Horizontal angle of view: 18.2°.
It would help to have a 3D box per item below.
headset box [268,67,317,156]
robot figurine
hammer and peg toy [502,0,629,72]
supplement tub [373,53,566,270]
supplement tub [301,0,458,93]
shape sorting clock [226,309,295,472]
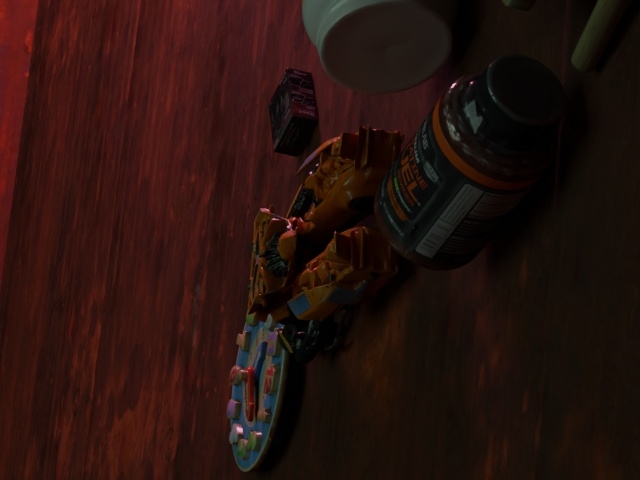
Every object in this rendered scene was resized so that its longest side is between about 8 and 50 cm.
[{"bbox_3d":[-0.030,-0.138,2.204,0.062,0.032,0.083,120,154,-44],"label":"headset box"},{"bbox_3d":[0.000,0.000,1.973,0.291,0.085,0.211,141,136,-62],"label":"robot figurine"},{"bbox_3d":[0.178,-0.314,1.559,0.361,0.127,0.266,-106,32,-51],"label":"hammer and peg toy"},{"bbox_3d":[0.125,-0.067,1.626,0.198,0.106,0.106,124,149,-49],"label":"supplement tub"},{"bbox_3d":[0.051,-0.250,1.861,0.144,0.144,0.200,120,152,-45],"label":"supplement tub"},{"bbox_3d":[-0.069,0.148,2.161,0.206,0.040,0.206,-170,90,-70],"label":"shape sorting clock"}]
